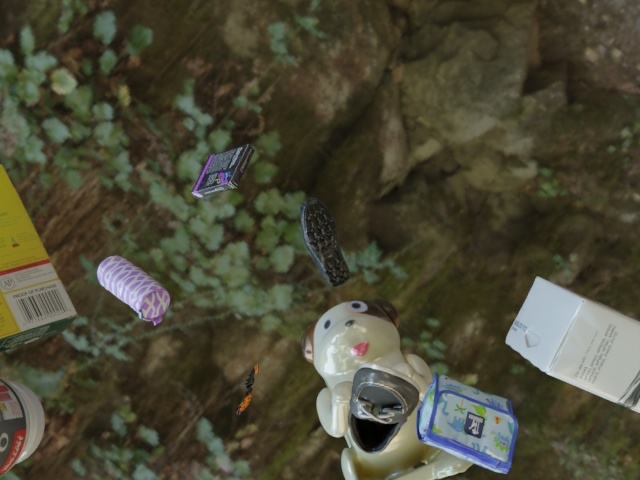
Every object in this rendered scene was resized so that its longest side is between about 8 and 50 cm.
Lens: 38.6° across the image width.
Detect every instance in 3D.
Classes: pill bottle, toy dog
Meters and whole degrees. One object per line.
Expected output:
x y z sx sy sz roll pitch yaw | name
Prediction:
-0.660 0.346 1.659 0.210 0.210 0.363 39 -178 11 | pill bottle
0.129 0.324 2.001 0.395 0.285 0.408 -12 -101 -81 | toy dog

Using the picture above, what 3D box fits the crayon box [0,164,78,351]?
-0.580 0.034 1.572 0.081 0.202 0.318 -40 73 44 | crayon box

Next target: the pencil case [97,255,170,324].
-0.420 0.108 2.056 0.206 0.086 0.088 33 142 40 | pencil case

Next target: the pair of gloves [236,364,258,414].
-0.133 0.276 1.694 0.010 0.083 0.074 17 -160 9 | pair of gloves

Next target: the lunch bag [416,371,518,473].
0.210 0.269 1.320 0.129 0.096 0.151 21 -160 1 | lunch bag

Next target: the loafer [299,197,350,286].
0.000 0.000 1.907 0.078 0.076 0.223 49 164 52 | loafer

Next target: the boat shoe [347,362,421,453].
0.102 0.293 1.550 0.112 0.095 0.335 15 159 8 | boat shoe

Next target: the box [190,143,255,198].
-0.234 -0.164 2.186 0.029 0.116 0.162 39 150 -30 | box

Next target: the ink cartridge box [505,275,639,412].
0.424 0.163 1.278 0.273 0.114 0.197 22 -176 -8 | ink cartridge box
